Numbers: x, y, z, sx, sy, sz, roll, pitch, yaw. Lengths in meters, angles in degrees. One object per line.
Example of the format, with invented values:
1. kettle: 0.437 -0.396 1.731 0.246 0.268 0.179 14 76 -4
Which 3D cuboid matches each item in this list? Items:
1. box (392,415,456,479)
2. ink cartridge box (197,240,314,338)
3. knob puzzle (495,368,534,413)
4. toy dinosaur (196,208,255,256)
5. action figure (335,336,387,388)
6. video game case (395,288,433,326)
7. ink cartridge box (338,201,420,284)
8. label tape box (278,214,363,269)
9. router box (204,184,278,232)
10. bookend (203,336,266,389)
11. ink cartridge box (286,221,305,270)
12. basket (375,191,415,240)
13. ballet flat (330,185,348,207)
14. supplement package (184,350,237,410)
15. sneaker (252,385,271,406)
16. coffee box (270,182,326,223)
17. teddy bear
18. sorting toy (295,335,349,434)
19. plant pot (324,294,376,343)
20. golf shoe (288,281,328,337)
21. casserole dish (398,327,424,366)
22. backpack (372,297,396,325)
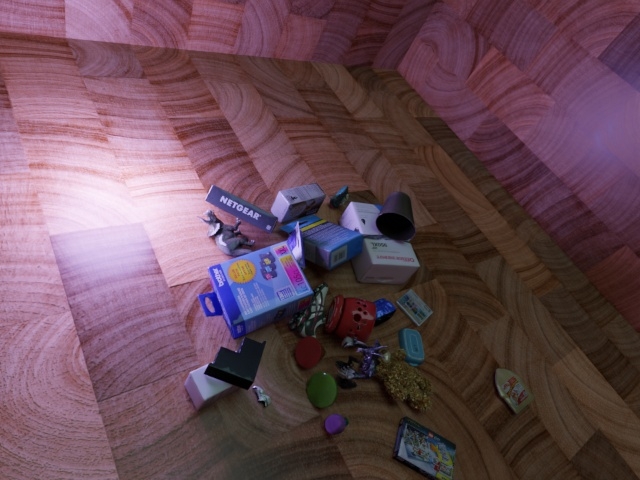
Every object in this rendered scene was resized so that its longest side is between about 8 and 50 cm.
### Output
1. box: 0.398 0.800 1.607 0.233 0.044 0.159 31 44 -2
2. ink cartridge box: -0.262 0.198 1.643 0.396 0.151 0.270 -21 62 -18
3. knob puzzle: 0.889 0.693 1.989 0.213 0.030 0.213 15 47 -17
4. toy dinosaur: -0.391 0.003 1.838 0.160 0.121 0.313 -27 73 -29
5. action figure: 0.136 0.458 1.593 0.141 0.275 0.164 24 44 -10
6. video game case: 0.460 0.329 2.076 0.157 0.019 0.143 48 46 14
7. ink cartridge box: 0.292 0.012 2.153 0.286 0.166 0.394 4 51 -27
8. label tape box: 0.000 0.000 2.018 0.334 0.105 0.241 23 34 38
9. router box: -0.340 -0.135 1.886 0.309 0.243 0.081 27 89 -5
10. bookend: -0.282 0.390 1.412 0.157 0.072 0.156 23 43 -10
11. ink cartridge box: -0.110 0.058 1.857 0.045 0.208 0.206 10 49 -22
12. basket: 0.381 -0.133 2.110 0.205 0.154 0.226 28 39 -9
13. ballet flat: 0.113 -0.237 2.352 0.074 0.074 0.203 36 38 4
14. supplement package: -0.348 0.472 1.431 0.179 0.105 0.105 -17 63 -40
15. sneaker: -0.212 0.550 1.492 0.083 0.032 0.037 40 44 8
16. coffee box: -0.109 -0.190 2.126 0.247 0.141 0.098 -19 63 -41
17. teddy bear: 0.331 0.554 1.740 0.338 0.113 0.245 46 43 13
18. sorting toy: 0.026 0.540 1.611 0.126 0.127 0.365 23 38 -55
19. plant pot: 0.120 0.324 1.767 0.174 0.191 0.191 21 45 -8
20. golf shoe: -0.027 0.295 1.791 0.120 0.105 0.272 44 49 -10
21. casserole dish: 0.415 0.473 1.912 0.114 0.037 0.188 15 47 -17
22. backpack: 0.262 0.327 1.914 0.120 0.098 0.101 -23 56 -27
